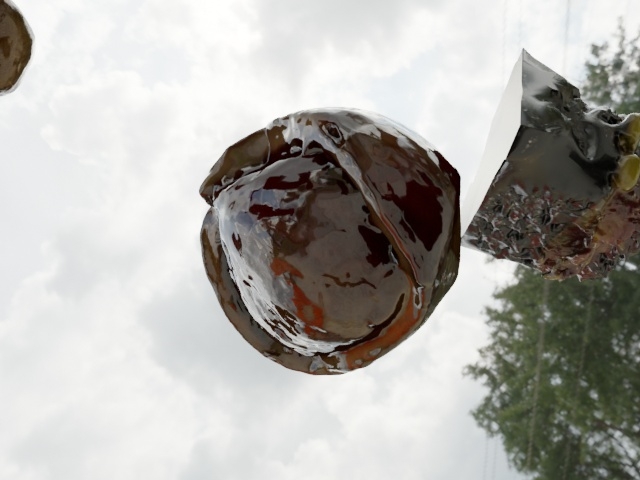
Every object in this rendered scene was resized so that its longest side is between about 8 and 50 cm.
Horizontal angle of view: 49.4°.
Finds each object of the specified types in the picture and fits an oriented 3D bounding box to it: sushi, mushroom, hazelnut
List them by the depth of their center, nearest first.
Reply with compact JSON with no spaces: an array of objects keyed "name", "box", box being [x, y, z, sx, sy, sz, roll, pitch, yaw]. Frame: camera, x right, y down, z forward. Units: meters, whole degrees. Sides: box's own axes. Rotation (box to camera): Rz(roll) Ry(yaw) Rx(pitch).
[{"name":"hazelnut","box":[0.005,0.006,0.469,0.160,0.170,0.201,5,-49,-48]},{"name":"sushi","box":[0.218,-0.045,0.612,0.153,0.150,0.172,-69,-5,-50]},{"name":"mushroom","box":[-0.312,-0.162,0.638,0.129,0.088,0.073,-39,-79,19]}]
